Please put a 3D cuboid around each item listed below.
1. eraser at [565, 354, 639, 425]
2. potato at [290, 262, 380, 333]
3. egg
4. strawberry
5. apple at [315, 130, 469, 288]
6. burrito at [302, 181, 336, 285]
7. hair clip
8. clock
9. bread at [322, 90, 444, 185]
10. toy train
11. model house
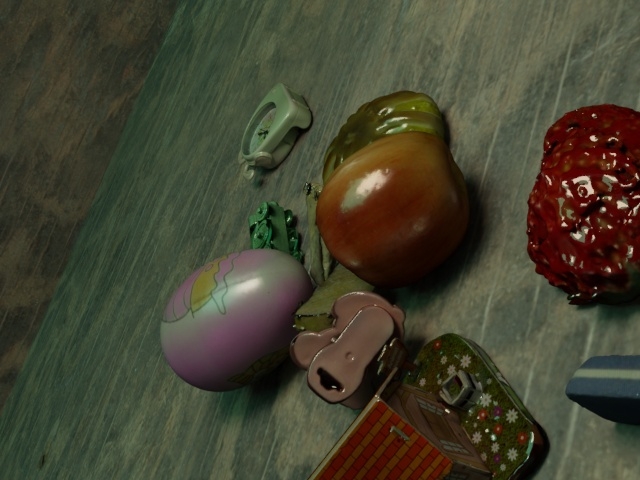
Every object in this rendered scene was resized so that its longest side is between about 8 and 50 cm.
[{"bbox_3d":[0.294,0.114,0.511,0.225,0.082,0.036,-12,55,54],"label":"eraser"},{"bbox_3d":[0.043,0.095,0.947,0.100,0.089,0.172,-8,18,25],"label":"potato"},{"bbox_3d":[-0.126,0.115,1.056,0.271,0.196,0.196,-50,30,42],"label":"egg"},{"bbox_3d":[0.257,-0.057,0.677,0.190,0.111,0.237,-41,35,37],"label":"strawberry"},{"bbox_3d":[0.093,-0.042,0.857,0.199,0.199,0.199,-38,38,37],"label":"apple"},{"bbox_3d":[0.002,0.000,1.029,0.051,0.042,0.171,-155,61,-71],"label":"burrito"},{"bbox_3d":[0.037,0.128,0.851,0.138,0.123,0.102,-55,1,-6],"label":"hair clip"},{"bbox_3d":[-0.101,-0.212,1.415,0.191,0.062,0.151,-52,32,20],"label":"clock"},{"bbox_3d":[0.084,-0.130,1.020,0.213,0.104,0.213,-41,33,34],"label":"bread"},{"bbox_3d":[-0.085,0.013,1.208,0.105,0.071,0.178,-55,30,35],"label":"toy train"},{"bbox_3d":[0.051,0.226,0.733,0.294,0.153,0.207,-54,32,16],"label":"model house"}]
